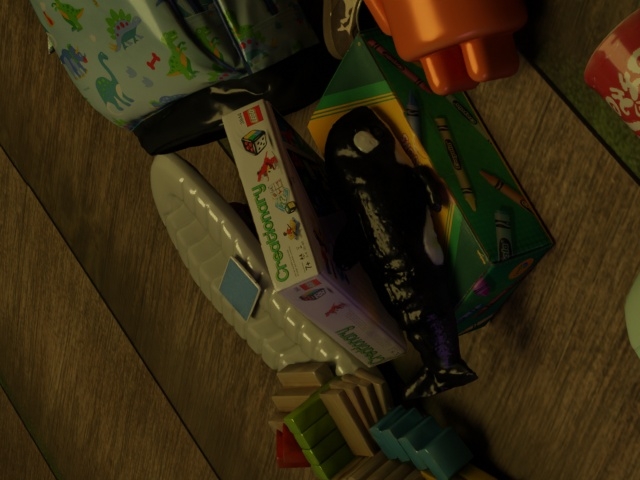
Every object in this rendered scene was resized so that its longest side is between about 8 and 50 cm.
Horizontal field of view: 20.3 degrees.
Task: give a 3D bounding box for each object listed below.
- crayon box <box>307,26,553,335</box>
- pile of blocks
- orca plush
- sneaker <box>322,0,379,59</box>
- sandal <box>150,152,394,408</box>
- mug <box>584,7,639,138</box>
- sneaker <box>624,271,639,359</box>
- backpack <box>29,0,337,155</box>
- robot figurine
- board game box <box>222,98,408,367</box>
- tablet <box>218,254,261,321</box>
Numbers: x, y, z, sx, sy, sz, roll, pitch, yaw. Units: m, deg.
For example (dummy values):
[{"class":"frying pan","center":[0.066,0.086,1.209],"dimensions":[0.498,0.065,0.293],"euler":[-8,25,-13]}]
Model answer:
[{"class":"crayon box","center":[0.103,-0.059,1.781],"dimensions":[0.278,0.081,0.165],"euler":[61,149,20]},{"class":"pile of blocks","center":[0.054,0.238,1.913],"dimensions":[0.362,0.112,0.149],"euler":[22,139,42]},{"class":"orca plush","center":[0.049,0.019,1.723],"dimensions":[0.151,0.102,0.287],"euler":[5,109,59]},{"class":"sneaker","center":[0.037,-0.277,1.823],"dimensions":[0.071,0.066,0.188],"euler":[4,112,38]},{"class":"sandal","center":[-0.049,0.054,2.091],"dimensions":[0.416,0.102,0.169],"euler":[50,151,11]},{"class":"mug","center":[0.310,-0.096,1.411],"dimensions":[0.113,0.150,0.169],"euler":[-43,66,18]},{"class":"sneaker","center":[0.337,0.101,1.442],"dimensions":[0.256,0.094,0.151],"euler":[66,146,34]},{"class":"backpack","center":[-0.180,-0.278,1.940],"dimensions":[0.290,0.273,0.355],"euler":[-14,93,52]},{"class":"robot figurine","center":[0.110,-0.245,1.624],"dimensions":[0.158,0.128,0.219],"euler":[167,87,-73]},{"class":"board game box","center":[0.000,0.000,1.813],"dimensions":[0.305,0.053,0.193],"euler":[44,-154,-64]},{"class":"tablet","center":[-0.092,0.055,2.042],"dimensions":[0.054,0.006,0.083],"euler":[48,152,15]}]
